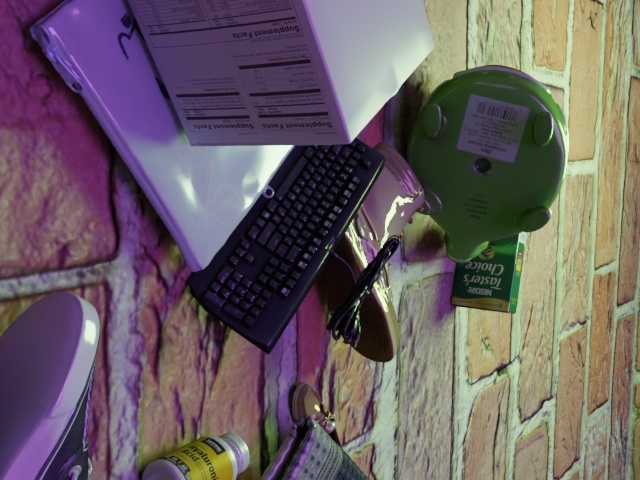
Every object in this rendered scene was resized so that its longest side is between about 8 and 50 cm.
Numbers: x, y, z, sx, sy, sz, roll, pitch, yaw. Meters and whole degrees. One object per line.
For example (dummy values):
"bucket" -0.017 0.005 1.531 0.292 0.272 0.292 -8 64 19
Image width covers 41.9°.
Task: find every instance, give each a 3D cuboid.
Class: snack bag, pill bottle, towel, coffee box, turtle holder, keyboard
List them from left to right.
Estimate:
"pill bottle" -0.132 0.251 0.908 0.116 0.065 0.065 -15 107 -55
"snack bag" -0.118 -0.180 0.893 0.343 0.037 0.323 -58 138 -34
"towel" -0.038 0.426 1.071 0.324 0.056 0.312 -60 142 -23
"keyboard" 0.000 0.000 0.993 0.201 0.033 0.317 35 57 -5
"coffee box" 0.299 0.032 1.475 0.040 0.113 0.184 16 83 -57
"turtle holder" 0.270 -0.118 1.301 0.227 0.243 0.320 -59 132 -59

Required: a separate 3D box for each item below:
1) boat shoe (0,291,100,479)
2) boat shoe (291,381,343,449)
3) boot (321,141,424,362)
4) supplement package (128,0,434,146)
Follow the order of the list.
"boat shoe" -0.243 0.195 0.700 0.102 0.108 0.301 33 70 -53
"boat shoe" 0.000 0.245 1.120 0.050 0.045 0.135 -52 135 -39
"boot" 0.083 0.016 1.164 0.203 0.095 0.262 -46 120 -43
"supplement package" -0.046 -0.250 0.783 0.199 0.198 0.263 -51 132 -40
